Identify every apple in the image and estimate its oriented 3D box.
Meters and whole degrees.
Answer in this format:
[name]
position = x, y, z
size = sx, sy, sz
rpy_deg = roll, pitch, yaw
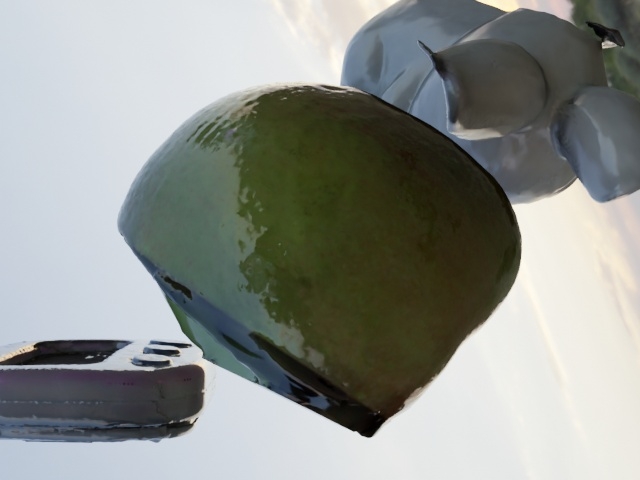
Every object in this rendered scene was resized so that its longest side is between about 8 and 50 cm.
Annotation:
[apple]
position = 0.000, 0.000, 0.487
size = 0.188, 0.174, 0.207
rpy_deg = 44, -145, 5

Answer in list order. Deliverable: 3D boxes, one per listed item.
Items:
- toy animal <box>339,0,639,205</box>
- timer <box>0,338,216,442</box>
[toy animal]
position = 0.124, -0.114, 0.682
size = 0.208, 0.154, 0.325
rpy_deg = 24, -174, -8
[timer]
position = -0.182, 0.117, 0.707
size = 0.208, 0.190, 0.069
rpy_deg = -158, 70, -89
